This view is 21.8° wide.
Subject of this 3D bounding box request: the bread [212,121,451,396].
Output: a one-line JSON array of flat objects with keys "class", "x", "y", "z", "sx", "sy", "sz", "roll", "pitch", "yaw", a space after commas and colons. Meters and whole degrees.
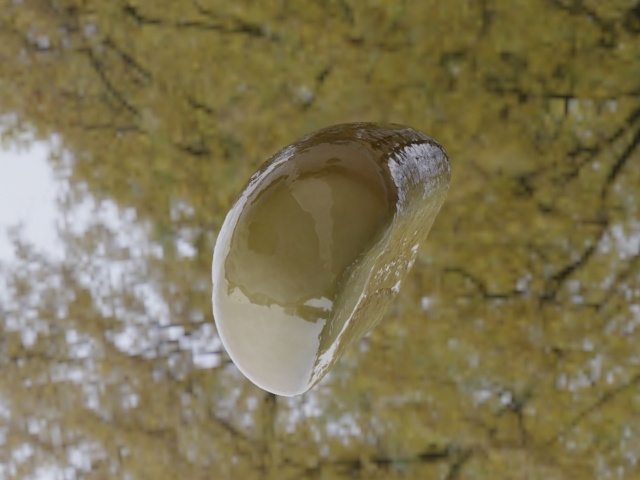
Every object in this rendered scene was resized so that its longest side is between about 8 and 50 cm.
[{"class": "bread", "x": 0.000, "y": 0.000, "z": 0.935, "sx": 0.098, "sy": 0.147, "sz": 0.217, "roll": 25, "pitch": -169, "yaw": 10}]
